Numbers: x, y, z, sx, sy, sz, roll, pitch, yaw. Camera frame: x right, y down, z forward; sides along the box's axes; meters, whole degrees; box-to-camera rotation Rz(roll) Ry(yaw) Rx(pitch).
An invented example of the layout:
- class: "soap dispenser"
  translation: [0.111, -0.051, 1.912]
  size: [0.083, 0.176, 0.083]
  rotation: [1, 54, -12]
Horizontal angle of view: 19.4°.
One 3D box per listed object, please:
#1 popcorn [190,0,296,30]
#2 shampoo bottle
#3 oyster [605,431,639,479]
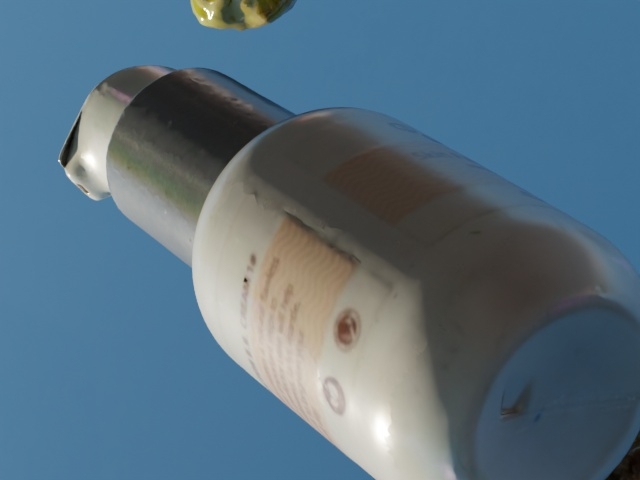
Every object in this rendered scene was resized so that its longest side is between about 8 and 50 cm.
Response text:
- class: "popcorn"
  translation: [-0.028, -0.177, 0.892]
  size: [0.126, 0.126, 0.145]
  rotation: [-1, -137, 2]
- class: "shampoo bottle"
  translation: [0.000, 0.000, 0.465]
  size: [0.074, 0.074, 0.192]
  rotation: [-37, -142, -14]
- class: "oyster"
  translation: [0.254, 0.210, 0.932]
  size: [0.198, 0.133, 0.337]
  rotation: [-22, -95, 25]
